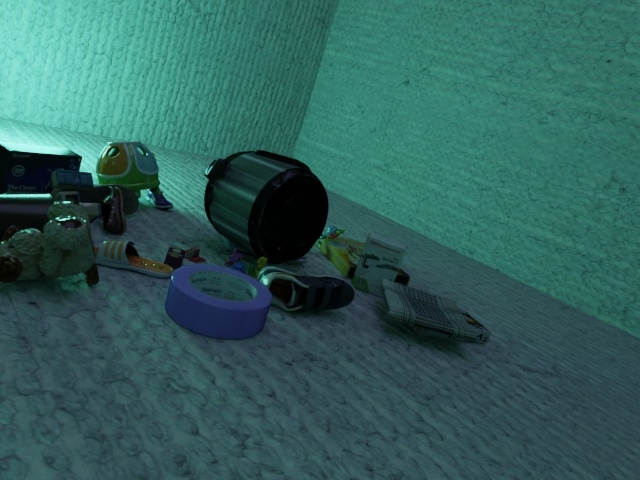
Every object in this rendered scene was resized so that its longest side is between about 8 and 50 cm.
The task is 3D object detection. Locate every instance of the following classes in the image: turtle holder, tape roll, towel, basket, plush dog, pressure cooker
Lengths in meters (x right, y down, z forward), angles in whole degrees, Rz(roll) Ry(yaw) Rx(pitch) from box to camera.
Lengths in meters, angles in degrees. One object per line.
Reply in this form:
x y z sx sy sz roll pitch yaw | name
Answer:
-0.780 -0.302 2.015 0.243 0.228 0.320 8 16 36 | turtle holder
-0.274 0.161 1.304 0.274 0.090 0.275 16 14 -4 | tape roll
0.365 0.229 1.670 0.312 0.056 0.324 16 14 -2 | towel
-0.857 -0.054 1.290 0.226 0.154 0.204 -1 17 -42 | basket
-0.683 0.032 1.182 0.225 0.211 0.262 -10 23 -23 | plush dog
-0.229 -0.143 1.800 0.375 0.370 0.420 -23 35 -38 | pressure cooker

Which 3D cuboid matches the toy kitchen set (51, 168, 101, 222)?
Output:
-0.772 -0.150 1.569 0.166 0.207 0.122 -23 -14 37 | toy kitchen set

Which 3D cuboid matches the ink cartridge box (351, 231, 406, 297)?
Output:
0.229 0.096 1.888 0.160 0.220 0.092 19 14 6 | ink cartridge box

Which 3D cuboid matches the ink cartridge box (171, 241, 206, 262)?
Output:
-0.453 0.039 1.658 0.115 0.029 0.063 23 15 21 | ink cartridge box

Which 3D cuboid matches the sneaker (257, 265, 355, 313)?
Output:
-0.039 0.167 1.499 0.320 0.126 0.127 9 14 -11 | sneaker

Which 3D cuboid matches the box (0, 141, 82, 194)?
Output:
-1.013 -0.240 1.714 0.103 0.185 0.261 24 16 25 | box

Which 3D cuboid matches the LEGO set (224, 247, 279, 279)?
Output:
-0.219 0.087 1.632 0.227 0.093 0.087 19 14 4 | LEGO set

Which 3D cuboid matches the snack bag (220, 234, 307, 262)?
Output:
-0.256 0.011 1.993 0.342 0.037 0.323 8 16 -24 | snack bag

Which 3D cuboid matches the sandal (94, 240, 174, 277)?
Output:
-0.563 0.040 1.427 0.265 0.076 0.102 15 14 -13 | sandal

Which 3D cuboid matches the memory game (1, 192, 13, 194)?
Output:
-0.934 -0.097 1.391 0.186 0.012 0.186 -16 -9 -3 | memory game

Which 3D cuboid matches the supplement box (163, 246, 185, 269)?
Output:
-0.470 0.056 1.545 0.054 0.043 0.083 16 15 -15 | supplement box

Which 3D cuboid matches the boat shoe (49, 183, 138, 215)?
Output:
-0.829 -0.157 1.767 0.116 0.123 0.324 10 2 35 | boat shoe

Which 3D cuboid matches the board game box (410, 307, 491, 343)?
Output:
0.440 0.292 1.746 0.305 0.053 0.193 11 15 -24 | board game box

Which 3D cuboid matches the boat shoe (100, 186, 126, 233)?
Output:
-0.730 -0.113 1.675 0.073 0.073 0.207 11 41 -43 | boat shoe

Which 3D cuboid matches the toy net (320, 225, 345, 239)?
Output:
0.000 0.000 2.175 0.232 0.045 0.122 -27 30 -22 | toy net

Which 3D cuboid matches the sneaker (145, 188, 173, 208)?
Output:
-0.710 -0.186 2.107 0.169 0.071 0.068 27 17 30 | sneaker

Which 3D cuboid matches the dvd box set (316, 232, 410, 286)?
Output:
0.181 0.083 2.195 0.307 0.062 0.420 12 16 -23 | dvd box set
